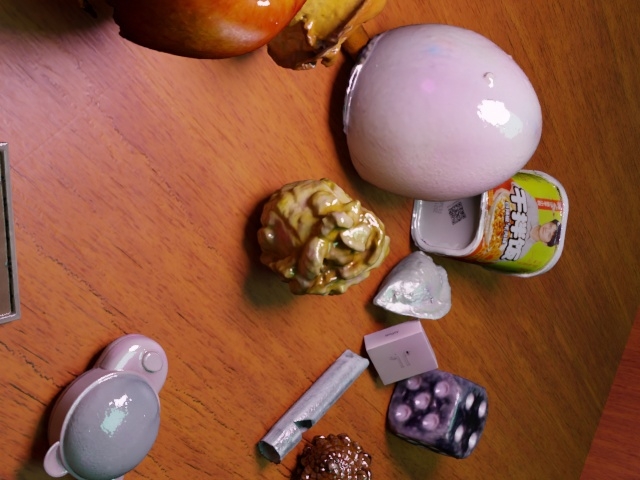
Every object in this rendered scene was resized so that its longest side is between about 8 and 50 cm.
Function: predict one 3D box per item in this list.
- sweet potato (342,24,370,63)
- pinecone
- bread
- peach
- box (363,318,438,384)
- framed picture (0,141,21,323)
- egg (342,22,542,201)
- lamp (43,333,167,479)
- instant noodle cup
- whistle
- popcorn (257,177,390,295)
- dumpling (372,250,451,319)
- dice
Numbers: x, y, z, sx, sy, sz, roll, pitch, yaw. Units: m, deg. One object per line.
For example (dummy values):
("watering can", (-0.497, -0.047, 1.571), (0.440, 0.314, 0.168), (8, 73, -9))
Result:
("sweet potato", (0.081, -0.380, 1.677), (0.264, 0.057, 0.057), (44, 64, -54))
("pinecone", (0.034, 0.482, 1.731), (0.174, 0.174, 0.173), (-15, 110, -49))
("bread", (-0.012, -0.462, 1.351), (0.204, 0.337, 0.358), (25, 75, -27))
("peach", (-0.148, -0.407, 1.078), (0.310, 0.406, 0.335), (-2, 115, -22))
("box", (0.180, 0.248, 1.881), (0.051, 0.130, 0.129), (-100, 167, -51))
("framed picture", (-0.479, 0.003, 1.086), (0.184, 0.016, 0.249), (-15, 109, -49))
("egg", (0.273, -0.241, 1.661), (0.354, 0.340, 0.354), (-28, 125, -48))
("lamp", (-0.309, 0.262, 1.285), (0.179, 0.108, 0.246), (50, 59, -49))
("instant noodle cup", (0.389, -0.053, 1.987), (0.308, 0.294, 0.293), (5, 94, -45))
("whistle", (-0.009, 0.329, 1.714), (0.312, 0.062, 0.062), (-42, 128, -39))
("popcorn", (0.000, 0.000, 1.516), (0.212, 0.259, 0.259), (-53, 142, 10))
("dumpling", (0.210, 0.104, 1.867), (0.217, 0.149, 0.104), (-35, 128, -37))
("dice", (0.281, 0.407, 1.999), (0.182, 0.181, 0.183), (36, 71, -47))
